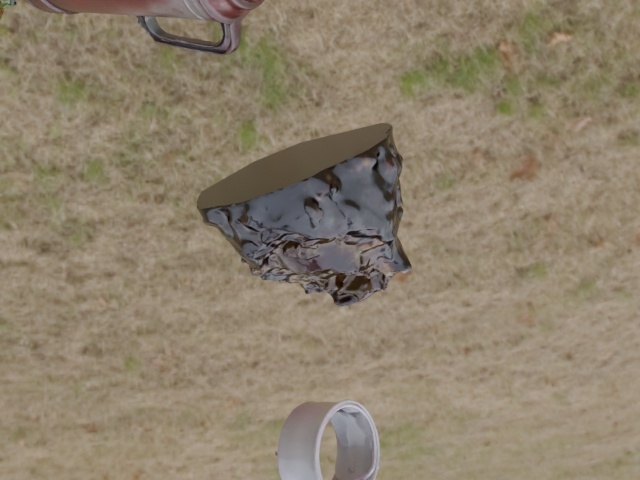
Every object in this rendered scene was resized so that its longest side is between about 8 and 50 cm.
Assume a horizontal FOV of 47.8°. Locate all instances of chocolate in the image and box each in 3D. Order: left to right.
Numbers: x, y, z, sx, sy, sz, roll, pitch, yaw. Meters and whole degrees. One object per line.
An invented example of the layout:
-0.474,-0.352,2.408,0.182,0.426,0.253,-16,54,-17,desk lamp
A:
0.000,0.000,0.758,0.224,0.177,0.206,-8,-159,44,chocolate

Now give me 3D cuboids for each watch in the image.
0.023,0.423,1.373,0.196,0.231,0.244,-9,171,38,watch

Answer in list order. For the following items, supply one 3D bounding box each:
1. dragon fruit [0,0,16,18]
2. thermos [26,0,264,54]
-0.370,-0.268,0.702,0.142,0.138,0.175,-43,-176,12,dragon fruit
-0.110,-0.200,0.516,0.232,0.099,0.124,14,122,25,thermos
